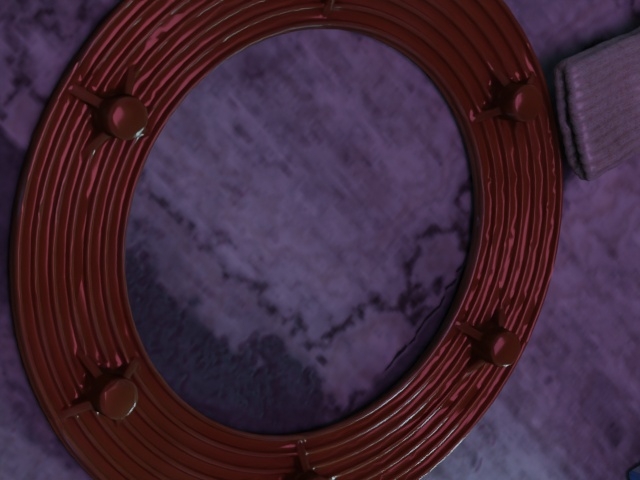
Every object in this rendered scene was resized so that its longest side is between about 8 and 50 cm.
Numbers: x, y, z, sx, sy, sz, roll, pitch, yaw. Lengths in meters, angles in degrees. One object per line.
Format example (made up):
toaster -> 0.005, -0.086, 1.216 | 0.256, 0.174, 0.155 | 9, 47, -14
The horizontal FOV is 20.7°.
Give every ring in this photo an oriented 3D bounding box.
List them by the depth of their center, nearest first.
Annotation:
ring -> 0.000, 0.000, 0.911 | 0.336, 0.032, 0.337 | -8, 106, -31

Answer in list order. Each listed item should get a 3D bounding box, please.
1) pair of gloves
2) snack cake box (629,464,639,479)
pair of gloves -> 0.216, -0.163, 0.996 | 0.204, 0.042, 0.240 | -16, 111, -33
snack cake box -> 0.344, 0.141, 1.099 | 0.264, 0.152, 0.089 | -27, 115, -25
